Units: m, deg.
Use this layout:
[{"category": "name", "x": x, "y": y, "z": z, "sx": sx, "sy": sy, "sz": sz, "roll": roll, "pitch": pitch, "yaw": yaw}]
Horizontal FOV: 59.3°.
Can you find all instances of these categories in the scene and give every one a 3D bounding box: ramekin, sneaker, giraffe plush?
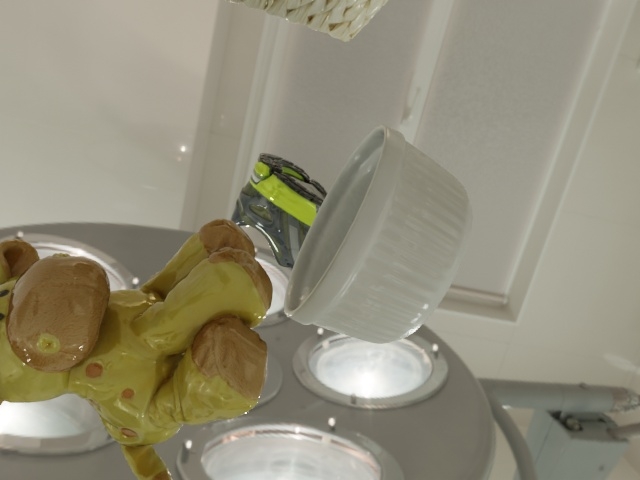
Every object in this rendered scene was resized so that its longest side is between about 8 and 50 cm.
[{"category": "ramekin", "x": 0.057, "y": 0.003, "z": 0.556, "sx": 0.109, "sy": 0.207, "sz": 0.207, "roll": 27, "pitch": -166, "yaw": -10}, {"category": "sneaker", "x": 0.000, "y": 0.000, "z": 0.838, "sx": 0.300, "sy": 0.121, "sz": 0.111, "roll": 38, "pitch": -156, "yaw": -13}, {"category": "giraffe plush", "x": -0.157, "y": 0.066, "z": 0.403, "sx": 0.170, "sy": 0.210, "sz": 0.181, "roll": 27, "pitch": -162, "yaw": -30}]

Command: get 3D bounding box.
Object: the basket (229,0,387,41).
[{"category": "basket", "x": -0.008, "y": -0.427, "z": 0.504, "sx": 0.266, "sy": 0.329, "sz": 0.331, "roll": 8, "pitch": 154, "yaw": -31}]
